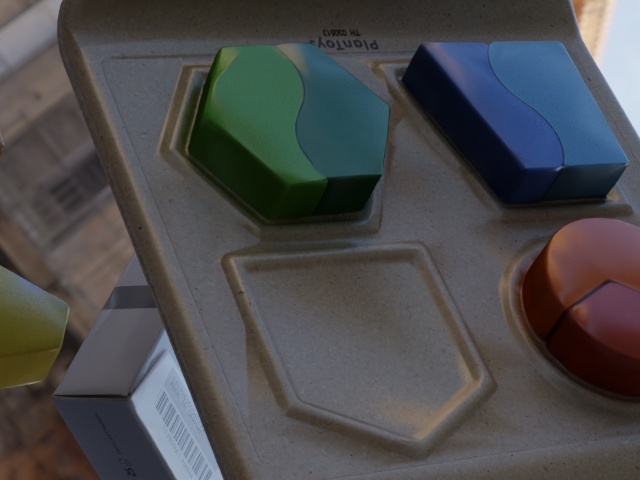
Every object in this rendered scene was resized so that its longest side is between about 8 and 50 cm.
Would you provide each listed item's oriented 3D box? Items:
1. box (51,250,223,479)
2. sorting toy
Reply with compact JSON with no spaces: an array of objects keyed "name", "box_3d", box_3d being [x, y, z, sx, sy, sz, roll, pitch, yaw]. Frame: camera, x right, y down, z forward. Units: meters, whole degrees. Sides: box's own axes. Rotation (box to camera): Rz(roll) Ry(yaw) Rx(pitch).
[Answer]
[{"name":"box","box_3d":[-0.028,0.044,0.770,0.038,0.186,0.145,-1,-46,29]},{"name":"sorting toy","box_3d":[0.000,0.000,0.599,0.041,0.307,0.229,-57,-134,47]}]
